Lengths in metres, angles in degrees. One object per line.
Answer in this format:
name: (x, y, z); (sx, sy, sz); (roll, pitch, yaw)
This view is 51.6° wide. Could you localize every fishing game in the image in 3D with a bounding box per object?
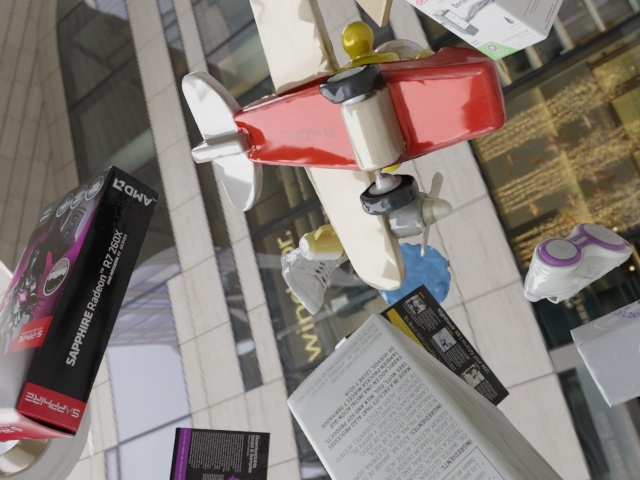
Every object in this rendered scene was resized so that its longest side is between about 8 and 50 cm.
fishing game: (0.239, 0.093, 1.683); (0.041, 0.189, 0.264); (6, -109, -80)

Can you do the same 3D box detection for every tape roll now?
tape roll: (-0.545, 0.315, 1.122); (0.286, 0.100, 0.286); (-5, -83, -46)

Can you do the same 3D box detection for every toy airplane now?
toy airplane: (0.021, -0.159, 0.802); (0.384, 0.386, 0.272); (43, -124, 17)

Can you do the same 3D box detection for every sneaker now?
sneaker: (0.553, 0.051, 1.446); (0.305, 0.152, 0.114); (-11, -138, -30)
sneaker: (-0.001, 0.059, 1.612); (0.108, 0.169, 0.292); (53, -175, -23)

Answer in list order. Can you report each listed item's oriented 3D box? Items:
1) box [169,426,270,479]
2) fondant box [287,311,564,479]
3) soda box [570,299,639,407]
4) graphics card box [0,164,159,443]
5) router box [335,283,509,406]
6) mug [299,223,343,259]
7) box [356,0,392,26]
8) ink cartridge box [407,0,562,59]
box: (-0.167, 0.377, 1.104); (0.029, 0.162, 0.116); (97, 177, -64)
fondant box: (0.144, 0.218, 0.412); (0.238, 0.096, 0.330); (40, -173, -43)
soda box: (0.492, 0.112, 0.881); (0.098, 0.286, 0.091); (61, -163, 1)
graphics card box: (-0.376, 0.091, 0.950); (0.094, 0.233, 0.370); (35, -126, -34)
router box: (0.220, 0.283, 1.434); (0.243, 0.081, 0.309); (-29, -105, -28)
mug: (-0.002, 0.001, 1.187); (0.064, 0.062, 0.078); (-8, -67, -31)
box: (0.106, -0.559, 1.319); (0.021, 0.201, 0.164); (-17, -126, -22)
ink cartridge box: (0.355, -0.534, 1.456); (0.273, 0.198, 0.114); (27, -98, -17)
